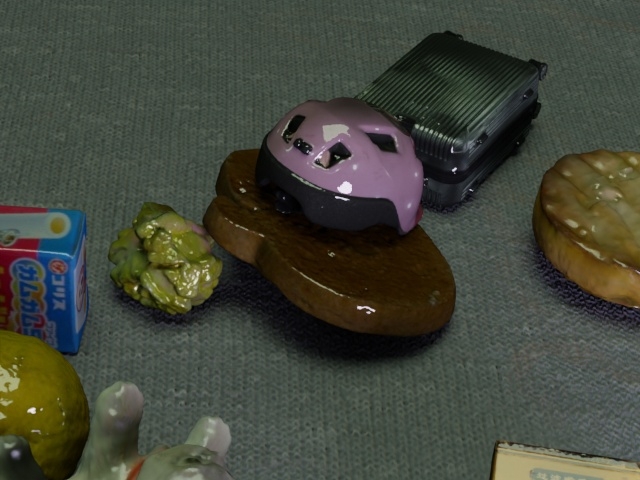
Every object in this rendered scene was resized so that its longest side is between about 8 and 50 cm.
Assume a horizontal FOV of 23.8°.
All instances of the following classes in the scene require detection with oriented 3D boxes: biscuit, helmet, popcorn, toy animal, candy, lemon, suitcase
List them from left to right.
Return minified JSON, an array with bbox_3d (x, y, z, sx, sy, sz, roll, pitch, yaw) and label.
[{"bbox_3d":[-0.428,0.040,1.771,0.306,0.157,0.100,4,37,-3],"label":"candy"},{"bbox_3d":[-0.332,0.185,1.551,0.192,0.192,0.231,1,4,-6],"label":"lemon"},{"bbox_3d":[-0.220,0.265,1.417,0.308,0.266,0.188,35,2,-40],"label":"toy animal"},{"bbox_3d":[-0.188,0.023,1.864,0.126,0.126,0.145,16,13,-29],"label":"popcorn"},{"bbox_3d":[0.000,0.001,1.907,0.314,0.063,0.367,3,33,-30],"label":"biscuit"},{"bbox_3d":[0.038,-0.106,1.909,0.198,0.154,0.253,37,35,29],"label":"helmet"},{"bbox_3d":[0.178,-0.182,2.167,0.202,0.128,0.312,24,41,23],"label":"suitcase"},{"bbox_3d":[0.421,-0.009,1.991,0.296,0.102,0.296,6,37,-5],"label":"biscuit"}]

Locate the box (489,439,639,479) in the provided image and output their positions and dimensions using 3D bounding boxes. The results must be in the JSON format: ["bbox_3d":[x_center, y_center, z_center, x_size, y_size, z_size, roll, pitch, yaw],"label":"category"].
[{"bbox_3d":[0.230,0.324,1.486,0.152,0.070,0.237,9,60,5],"label":"box"}]
